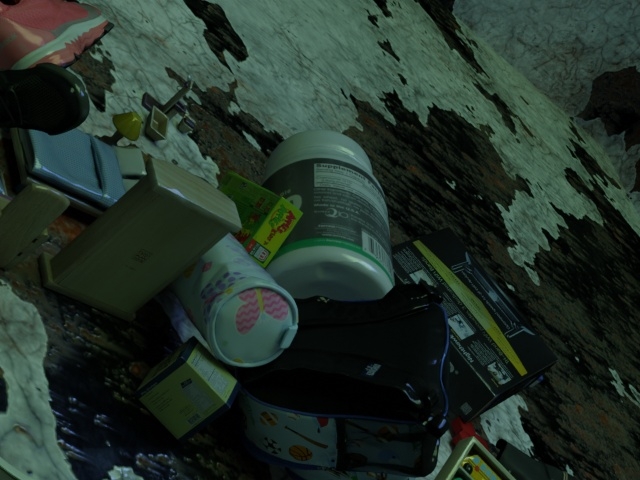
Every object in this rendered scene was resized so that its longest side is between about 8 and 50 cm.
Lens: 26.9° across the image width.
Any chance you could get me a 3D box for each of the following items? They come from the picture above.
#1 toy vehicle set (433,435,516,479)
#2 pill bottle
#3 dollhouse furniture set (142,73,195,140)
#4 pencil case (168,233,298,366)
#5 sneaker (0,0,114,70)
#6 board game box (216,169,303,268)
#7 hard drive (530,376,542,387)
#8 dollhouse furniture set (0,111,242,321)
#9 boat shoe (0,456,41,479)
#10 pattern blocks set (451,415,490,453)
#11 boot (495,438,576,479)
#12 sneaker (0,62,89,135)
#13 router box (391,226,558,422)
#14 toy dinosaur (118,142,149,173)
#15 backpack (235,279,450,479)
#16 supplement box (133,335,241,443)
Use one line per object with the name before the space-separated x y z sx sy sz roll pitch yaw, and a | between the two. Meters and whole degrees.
toy vehicle set | 0.256 0.429 1.899 0.267 0.035 0.166 46 55 -11
pill bottle | 0.000 0.000 1.953 0.204 0.204 0.361 40 24 -24
dollhouse furniture set | -0.208 -0.190 2.005 0.091 0.081 0.114 40 25 -25
pencil case | -0.124 0.052 1.650 0.124 0.113 0.273 35 5 -31
sneaker | -0.367 -0.290 1.767 0.136 0.116 0.314 52 13 -14
board game box | -0.103 -0.032 1.848 0.043 0.092 0.181 37 -4 -30
hard drive | 0.279 0.144 2.473 0.318 0.040 0.210 25 34 -47
dollhouse furniture set | -0.275 -0.107 1.604 0.286 0.198 0.303 29 31 -43
boat shoe | -0.310 0.233 1.137 0.305 0.109 0.091 38 21 -38
pattern blocks set | 0.303 0.444 2.082 0.285 0.026 0.325 40 25 -25
boot | 0.311 0.404 2.062 0.137 0.077 0.198 32 30 -1
sneaker | -0.372 -0.150 1.515 0.130 0.227 0.087 -37 129 -48
router box | 0.230 0.134 2.252 0.309 0.081 0.243 52 33 16
toy dinosaur | -0.211 -0.058 1.826 0.211 0.064 0.112 56 22 10
backpack | 0.023 0.183 1.674 0.263 0.213 0.276 9 32 0
supplement box | -0.154 0.173 1.554 0.083 0.083 0.056 48 22 -10
